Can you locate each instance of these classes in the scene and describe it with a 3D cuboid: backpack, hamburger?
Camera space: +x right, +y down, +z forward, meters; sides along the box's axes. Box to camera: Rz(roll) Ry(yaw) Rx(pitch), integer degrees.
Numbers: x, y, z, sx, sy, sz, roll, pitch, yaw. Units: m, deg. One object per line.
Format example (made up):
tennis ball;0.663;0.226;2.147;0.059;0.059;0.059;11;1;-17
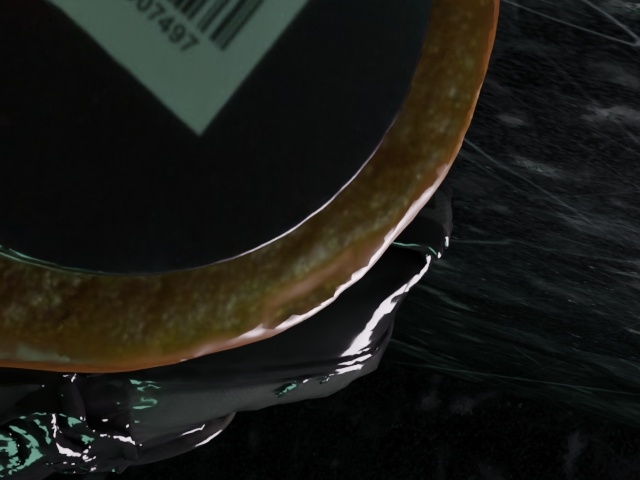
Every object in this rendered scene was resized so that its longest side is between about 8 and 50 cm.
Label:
backpack;-0.130;0.004;1.282;0.446;0.254;0.363;-10;-144;-6
hamburger;-0.118;-0.106;0.726;0.330;0.330;0.250;23;172;-22
